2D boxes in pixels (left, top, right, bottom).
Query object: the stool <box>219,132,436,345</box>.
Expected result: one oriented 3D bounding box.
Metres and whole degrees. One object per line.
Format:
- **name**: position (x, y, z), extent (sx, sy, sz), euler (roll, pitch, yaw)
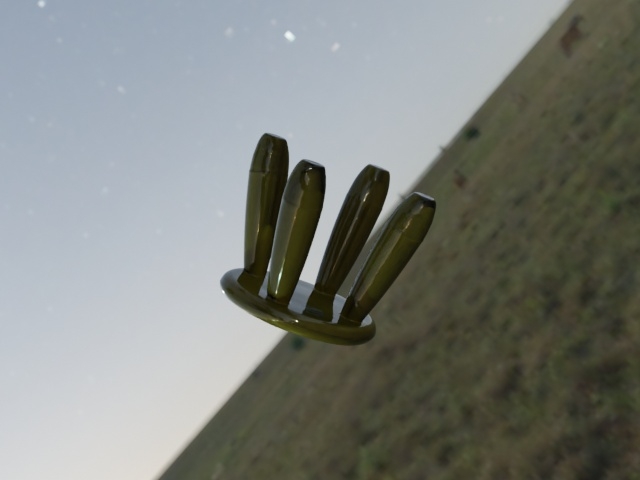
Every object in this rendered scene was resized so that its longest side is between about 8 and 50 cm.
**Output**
- **stool**: position (0.000, 0.000, 0.845), extent (0.134, 0.135, 0.110), euler (0, -67, -67)
